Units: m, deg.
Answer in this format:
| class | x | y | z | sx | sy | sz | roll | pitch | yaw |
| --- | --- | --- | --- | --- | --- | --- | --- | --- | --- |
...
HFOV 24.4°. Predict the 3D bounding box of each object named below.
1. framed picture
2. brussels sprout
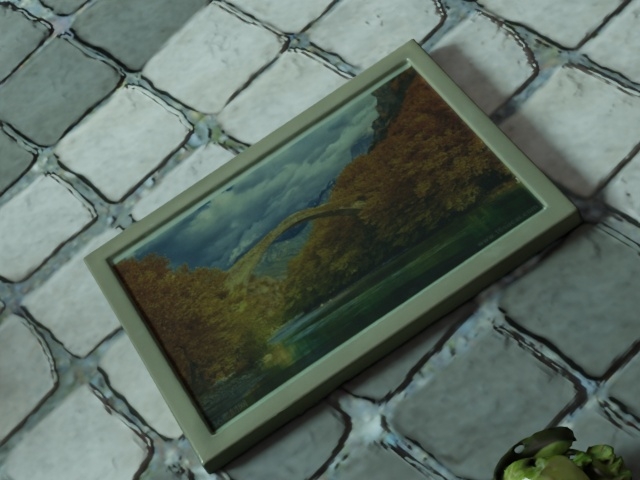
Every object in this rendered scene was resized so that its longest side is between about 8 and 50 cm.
| class | x | y | z | sx | sy | sz | roll | pitch | yaw |
| --- | --- | --- | --- | --- | --- | --- | --- | --- | --- |
| framed picture | 0.000 | 0.000 | 0.857 | 0.250 | 0.016 | 0.184 | -33 | 50 | -4 |
| brussels sprout | 0.113 | 0.124 | 0.693 | 0.085 | 0.058 | 0.085 | -9 | 36 | 7 |
